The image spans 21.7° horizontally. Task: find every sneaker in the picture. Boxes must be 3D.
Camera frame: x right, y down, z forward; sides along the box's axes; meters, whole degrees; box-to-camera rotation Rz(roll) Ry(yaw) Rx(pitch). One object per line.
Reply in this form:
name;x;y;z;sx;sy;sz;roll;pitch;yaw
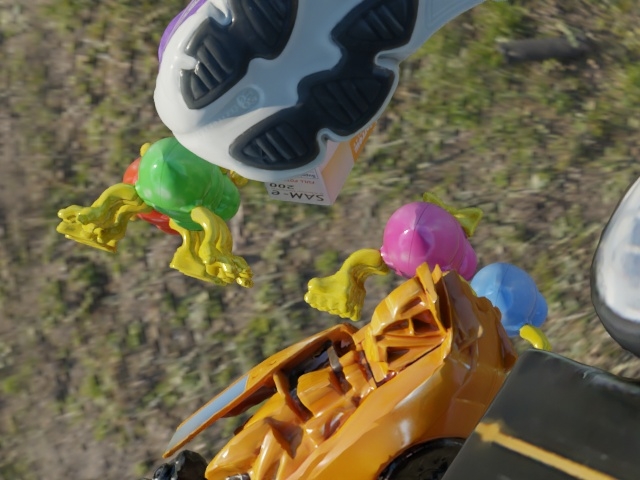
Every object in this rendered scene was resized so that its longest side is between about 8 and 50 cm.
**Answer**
sneaker;0.022;-0.089;0.434;0.170;0.071;0.068;-36;117;1

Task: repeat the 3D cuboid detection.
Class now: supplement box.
supplement box;-0.010;-0.073;0.782;0.036;0.062;0.098;7;139;26

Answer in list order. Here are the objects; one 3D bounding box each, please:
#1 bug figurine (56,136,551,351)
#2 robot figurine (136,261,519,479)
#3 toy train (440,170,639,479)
bug figurine;0.000;0.000;0.835;0.279;0.216;0.072;17;86;8
robot figurine;-0.029;0.147;0.686;0.291;0.085;0.211;-38;44;14
toy train;0.157;0.119;0.367;0.334;0.142;0.190;38;81;-26
